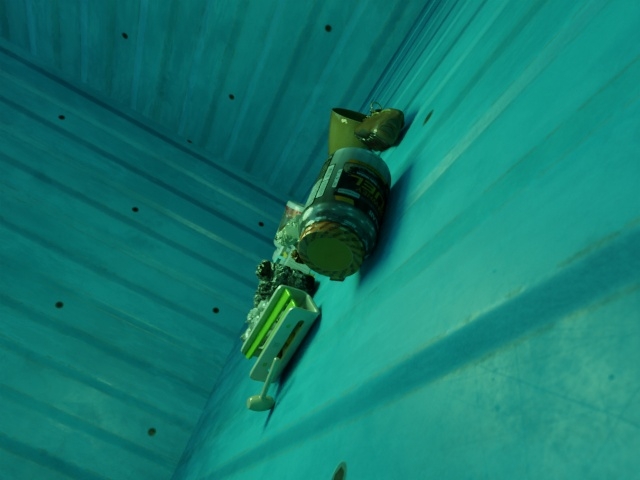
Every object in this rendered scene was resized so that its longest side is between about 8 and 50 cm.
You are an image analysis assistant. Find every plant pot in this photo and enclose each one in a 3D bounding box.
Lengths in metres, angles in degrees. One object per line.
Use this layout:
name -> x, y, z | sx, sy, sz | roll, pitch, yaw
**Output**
plant pot -> 0.130, -0.436, 2.056 | 0.237, 0.236, 0.255 | -80, 6, -66

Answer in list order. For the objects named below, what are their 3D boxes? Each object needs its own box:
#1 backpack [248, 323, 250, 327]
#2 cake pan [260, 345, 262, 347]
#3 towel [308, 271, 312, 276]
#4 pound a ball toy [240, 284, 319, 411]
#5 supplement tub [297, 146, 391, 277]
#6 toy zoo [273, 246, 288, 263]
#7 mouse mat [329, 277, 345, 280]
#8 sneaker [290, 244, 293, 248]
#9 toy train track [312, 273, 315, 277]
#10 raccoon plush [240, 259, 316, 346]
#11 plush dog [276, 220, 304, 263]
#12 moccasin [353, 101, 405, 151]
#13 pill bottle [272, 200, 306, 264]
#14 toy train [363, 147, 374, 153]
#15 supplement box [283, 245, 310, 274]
backpack -> -0.299, 0.398, 2.251 | 0.084, 0.104, 0.114 | -55, 15, 43
cake pan -> -0.185, 0.337, 1.923 | 0.293, 0.054, 0.293 | -60, 8, 15
towel -> -0.096, 0.236, 1.782 | 0.102, 0.021, 0.237 | -40, 22, 51
pound a ball toy -> -0.114, 0.327, 1.363 | 0.319, 0.135, 0.208 | -60, 34, 15
supplement tub -> 0.064, -0.078, 1.207 | 0.207, 0.207, 0.338 | -53, 12, 46
toy zoo -> -0.141, 0.107, 2.124 | 0.192, 0.030, 0.294 | 23, 84, 45
mouse mat -> 0.079, 0.055, 1.390 | 0.153, 0.007, 0.189 | -63, 7, -9
sneaker -> -0.110, 0.041, 2.203 | 0.190, 0.071, 0.083 | 2, 73, 48
toy train track -> -0.040, 0.160, 1.750 | 0.048, 0.014, 0.083 | -53, 13, 50
raccoon plush -> -0.154, 0.254, 1.682 | 0.446, 0.215, 0.300 | 84, -156, -80
plush dog -> 0.000, 0.000, 1.613 | 0.262, 0.211, 0.225 | -35, -10, -7
moccasin -> 0.214, -0.419, 1.672 | 0.147, 0.139, 0.380 | -55, 6, 3
pill bottle -> -0.138, -0.031, 2.367 | 0.176, 0.176, 0.319 | -108, 38, -79
toy train -> 0.125, -0.237, 1.747 | 0.143, 0.105, 0.248 | -41, 21, 54
supplement box -> -0.059, 0.034, 1.939 | 0.220, 0.113, 0.111 | -60, 7, 18
